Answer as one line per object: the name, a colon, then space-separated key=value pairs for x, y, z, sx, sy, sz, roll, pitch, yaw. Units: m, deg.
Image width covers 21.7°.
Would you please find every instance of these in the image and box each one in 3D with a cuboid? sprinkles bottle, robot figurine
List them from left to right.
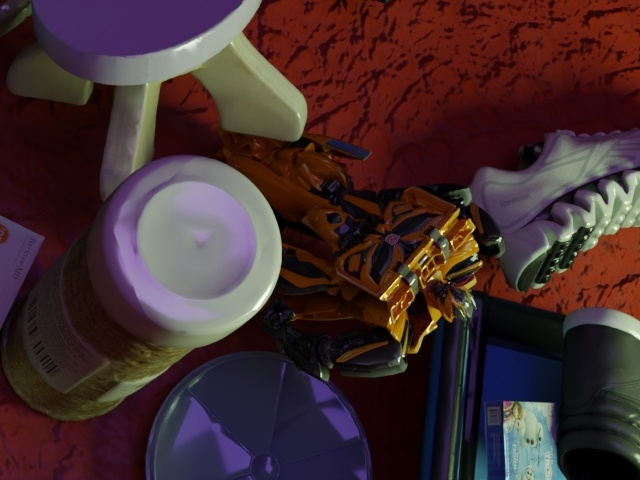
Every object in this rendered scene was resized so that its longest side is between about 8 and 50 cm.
sprinkles bottle: x=-0.142 y=0.045 z=1.214 sx=0.121 sy=0.355 sz=0.121 roll=6 pitch=73 yaw=-21
robot figurine: x=0.000 y=0.000 z=1.347 sx=0.211 sy=0.291 sz=0.085 roll=-48 pitch=139 yaw=-26

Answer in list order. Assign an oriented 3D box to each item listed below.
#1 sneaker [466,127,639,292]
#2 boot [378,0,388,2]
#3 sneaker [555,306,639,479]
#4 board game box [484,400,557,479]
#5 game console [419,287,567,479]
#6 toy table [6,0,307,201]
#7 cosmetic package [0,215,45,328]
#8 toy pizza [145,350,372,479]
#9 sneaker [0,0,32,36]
sneaker: x=0.258 y=-0.063 z=1.556 sx=0.292 sy=0.110 sz=0.118 roll=-25 pitch=64 yaw=-32
boot: x=0.081 y=-0.374 z=1.529 sx=0.229 sy=0.091 sz=0.263 roll=-27 pitch=89 yaw=-7
sneaker: x=0.304 y=0.192 z=1.473 sx=0.296 sy=0.105 sz=0.146 roll=36 pitch=58 yaw=-30
board game box: x=0.165 y=0.176 z=1.364 sx=0.090 sy=0.020 sz=0.090 roll=9 pitch=77 yaw=-55
game console: x=0.177 y=0.176 z=1.421 sx=0.173 sy=0.250 sz=0.293 roll=4 pitch=72 yaw=6
toy table: x=-0.135 y=-0.164 z=1.340 sx=0.252 sy=0.160 sz=0.274 roll=18 pitch=44 yaw=14
cosmetic package: x=-0.310 y=0.084 z=1.299 sx=0.099 sy=0.060 sz=0.239 roll=28 pitch=67 yaw=-14
toy pizza: x=-0.052 y=0.192 z=1.392 sx=0.201 sy=0.032 sz=0.201 roll=7 pitch=73 yaw=-22
sneaker: x=-0.244 y=-0.234 z=1.417 sx=0.158 sy=0.061 sz=0.065 roll=-38 pitch=85 yaw=-27
